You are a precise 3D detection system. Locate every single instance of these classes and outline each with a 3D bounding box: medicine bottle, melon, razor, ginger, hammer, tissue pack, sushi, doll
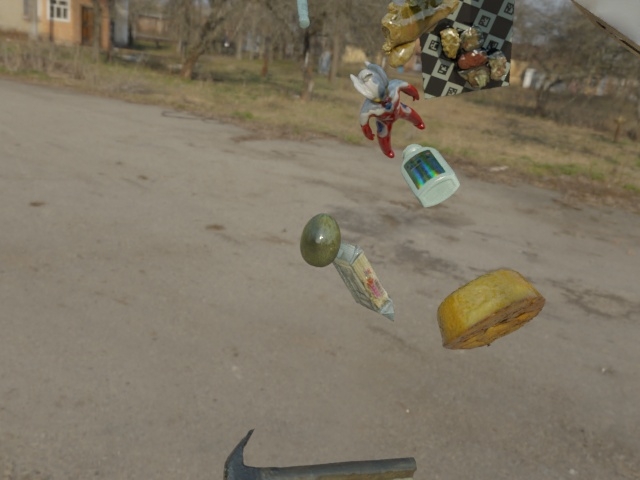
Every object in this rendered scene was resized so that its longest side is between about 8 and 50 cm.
[{"bbox_3d":[0.295,-0.194,1.684,0.121,0.083,0.229,-33,35,11],"label":"medicine bottle"},{"bbox_3d":[0.000,0.000,1.428,0.097,0.131,0.098,7,2,0],"label":"melon"},{"bbox_3d":[-0.047,-0.588,1.432,0.068,0.106,0.232,15,48,-24],"label":"razor"},{"bbox_3d":[0.202,-0.487,1.316,0.115,0.205,0.081,43,1,-8],"label":"ginger"},{"bbox_3d":[0.011,0.312,0.798,0.297,0.027,0.125,10,53,-28],"label":"hammer"},{"bbox_3d":[0.607,-0.422,1.097,0.159,0.136,0.246,14,35,-43],"label":"tissue pack"},{"bbox_3d":[0.448,-0.580,1.808,0.293,0.292,0.059,-8,30,1],"label":"sushi"},{"bbox_3d":[0.182,-0.361,1.632,0.099,0.188,0.384,49,8,29],"label":"doll"}]

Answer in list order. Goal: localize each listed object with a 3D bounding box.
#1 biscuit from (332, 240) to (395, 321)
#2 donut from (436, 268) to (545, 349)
[{"bbox_3d":[0.126,0.124,1.954,0.079,0.309,0.186,-43,31,-17],"label":"biscuit"},{"bbox_3d":[0.394,0.167,1.425,0.277,0.278,0.109,-5,56,-36],"label":"donut"}]
